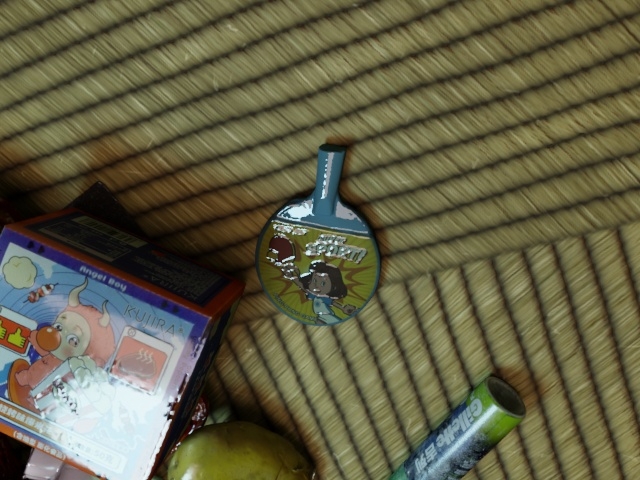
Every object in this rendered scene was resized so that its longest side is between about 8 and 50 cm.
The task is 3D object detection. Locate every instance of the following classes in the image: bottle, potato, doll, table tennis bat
[{"bbox_3d":[0.226,0.383,1.376,0.093,0.093,0.330,34,115,-5],"label":"bottle"},{"bbox_3d":[-0.139,0.422,1.413,0.300,0.140,0.173,26,77,-36],"label":"potato"},{"bbox_3d":[-0.415,0.429,1.469,0.268,0.216,0.284,22,154,-13],"label":"doll"},{"bbox_3d":[0.000,0.000,1.283,0.215,0.044,0.329,11,117,7],"label":"table tennis bat"}]

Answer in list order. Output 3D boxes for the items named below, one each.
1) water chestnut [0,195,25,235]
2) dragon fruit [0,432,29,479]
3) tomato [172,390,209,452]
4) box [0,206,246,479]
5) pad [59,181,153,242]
[{"bbox_3d":[-0.629,0.029,1.282,0.289,0.244,0.289,-1,88,21],"label":"water chestnut"},{"bbox_3d":[-0.717,0.581,1.507,0.329,0.228,0.286,-22,114,-17],"label":"dragon fruit"},{"bbox_3d":[-0.294,0.306,1.444,0.166,0.082,0.174,41,106,-3],"label":"tomato"},{"bbox_3d":[-0.353,0.164,1.254,0.349,0.257,0.318,25,100,2],"label":"box"},{"bbox_3d":[-0.364,0.074,1.402,0.220,0.004,0.330,-32,104,22],"label":"pad"}]
